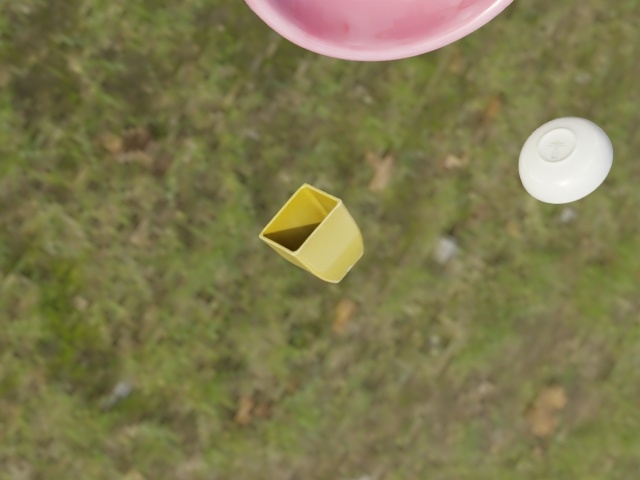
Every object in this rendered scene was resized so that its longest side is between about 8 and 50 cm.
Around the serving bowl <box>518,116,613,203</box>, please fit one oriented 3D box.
[{"bbox_3d":[0.206,-0.073,1.669,0.083,0.083,0.027,-52,141,-11],"label":"serving bowl"}]

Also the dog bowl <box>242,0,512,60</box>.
[{"bbox_3d":[0.062,-0.356,1.958,0.408,0.150,0.408,-8,131,-9],"label":"dog bowl"}]

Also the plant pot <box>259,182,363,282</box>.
[{"bbox_3d":[0.000,0.000,2.175,0.081,0.081,0.083,-50,125,-9],"label":"plant pot"}]
